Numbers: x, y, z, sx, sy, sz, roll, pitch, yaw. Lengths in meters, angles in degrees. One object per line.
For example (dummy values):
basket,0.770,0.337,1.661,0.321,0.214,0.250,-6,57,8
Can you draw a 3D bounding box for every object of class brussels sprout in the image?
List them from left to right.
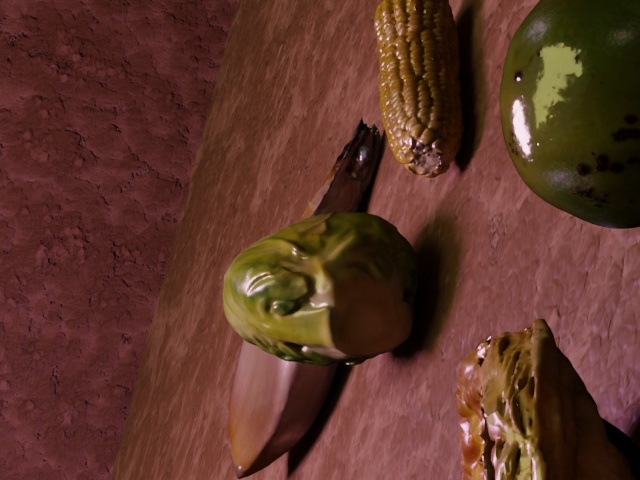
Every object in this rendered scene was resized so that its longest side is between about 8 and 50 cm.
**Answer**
brussels sprout,0.000,0.049,1.798,0.223,0.223,0.161,177,95,-77

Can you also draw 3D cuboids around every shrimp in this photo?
shrimp,0.000,0.000,2.173,0.317,0.062,0.164,-64,-7,-4

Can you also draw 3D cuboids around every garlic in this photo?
garlic,-0.041,0.148,2.045,0.143,0.112,0.318,53,126,48

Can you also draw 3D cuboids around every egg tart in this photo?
egg tart,0.154,0.200,1.137,0.297,0.132,0.297,-176,90,-85

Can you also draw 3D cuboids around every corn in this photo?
corn,0.110,-0.174,1.879,0.292,0.101,0.101,-93,24,-50

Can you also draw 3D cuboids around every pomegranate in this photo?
pomegranate,0.223,-0.093,1.155,0.209,0.180,0.180,13,85,48
